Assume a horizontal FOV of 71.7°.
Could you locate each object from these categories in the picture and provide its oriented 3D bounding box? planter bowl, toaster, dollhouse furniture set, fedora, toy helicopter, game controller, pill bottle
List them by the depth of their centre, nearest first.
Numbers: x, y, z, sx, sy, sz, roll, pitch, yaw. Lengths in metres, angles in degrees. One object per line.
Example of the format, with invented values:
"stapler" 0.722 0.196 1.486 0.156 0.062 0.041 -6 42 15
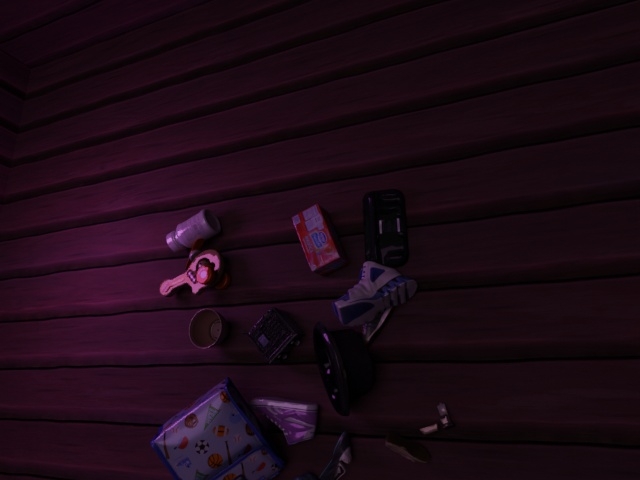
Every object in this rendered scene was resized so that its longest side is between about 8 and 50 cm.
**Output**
"dollhouse furniture set" 0.372 0.588 1.473 0.114 0.091 0.081 -27 51 18
"fedora" 0.089 0.436 1.569 0.153 0.334 0.333 -13 66 -15
"game controller" 0.251 -0.050 1.726 0.167 0.067 0.318 -3 74 8
"toaster" -0.180 0.371 1.754 0.168 0.110 0.186 -48 63 4
"planter bowl" -0.456 0.377 1.873 0.162 0.109 0.161 -7 72 22
"toy helicopter" -0.583 0.145 1.986 0.355 0.140 0.234 -26 64 18
"pill bottle" -0.586 -0.039 2.040 0.229 0.131 0.131 -28 66 14

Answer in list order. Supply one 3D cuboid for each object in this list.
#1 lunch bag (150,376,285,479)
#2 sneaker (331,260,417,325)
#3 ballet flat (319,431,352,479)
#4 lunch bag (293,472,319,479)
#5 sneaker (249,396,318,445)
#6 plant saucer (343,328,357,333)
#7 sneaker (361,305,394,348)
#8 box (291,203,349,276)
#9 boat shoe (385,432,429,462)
"lunch bag" -0.358 0.760 1.604 0.328 0.239 0.385 -34 90 -10
"sneaker" 0.173 0.180 1.620 0.316 0.127 0.182 -21 39 -17
"ballet flat" 0.069 0.772 1.551 0.074 0.074 0.203 28 94 28
"lunch bag" -0.026 0.936 1.530 0.219 0.090 0.176 26 89 27
"sneaker" -0.150 0.677 1.659 0.282 0.102 0.160 1 78 24
"plant saucer" 0.109 0.377 1.679 0.084 0.015 0.083 -7 73 22
"sneaker" 0.188 0.303 1.641 0.086 0.064 0.192 32 83 28
"box" 0.000 0.000 1.776 0.128 0.123 0.256 -29 66 14
"boat shoe" 0.290 0.704 1.490 0.153 0.048 0.056 16 37 23
